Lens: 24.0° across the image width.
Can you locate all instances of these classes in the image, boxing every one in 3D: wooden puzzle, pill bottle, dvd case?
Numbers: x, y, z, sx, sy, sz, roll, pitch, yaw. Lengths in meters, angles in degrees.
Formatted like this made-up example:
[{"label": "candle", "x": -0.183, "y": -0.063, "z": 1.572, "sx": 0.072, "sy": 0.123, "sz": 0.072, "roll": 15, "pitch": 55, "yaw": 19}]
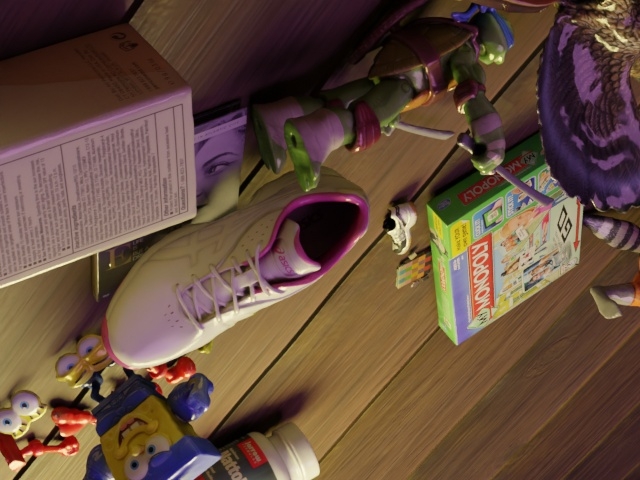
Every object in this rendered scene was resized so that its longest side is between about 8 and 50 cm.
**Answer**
[{"label": "wooden puzzle", "x": 0.118, "y": 0.036, "z": 1.913, "sx": 0.049, "sy": 0.006, "sz": 0.083, "roll": -26, "pitch": 149, "yaw": -17}, {"label": "pill bottle", "x": -0.098, "y": 0.315, "z": 1.987, "sx": 0.180, "sy": 0.108, "sz": 0.108, "roll": -27, "pitch": 150, "yaw": -18}, {"label": "dvd case", "x": -0.153, "y": -0.036, "z": 1.505, "sx": 0.164, "sy": 0.018, "sz": 0.221, "roll": -23, "pitch": 148, "yaw": -23}]

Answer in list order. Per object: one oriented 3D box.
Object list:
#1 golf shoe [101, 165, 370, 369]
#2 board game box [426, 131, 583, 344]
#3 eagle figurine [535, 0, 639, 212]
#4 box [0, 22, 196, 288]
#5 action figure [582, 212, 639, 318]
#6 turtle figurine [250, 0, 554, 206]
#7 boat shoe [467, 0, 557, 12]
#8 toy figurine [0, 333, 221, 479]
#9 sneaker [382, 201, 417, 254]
[{"label": "golf shoe", "x": -0.081, "y": 0.025, "z": 1.496, "sx": 0.306, "sy": 0.115, "sz": 0.140, "roll": -36, "pitch": -165, "yaw": -12}, {"label": "board game box", "x": 0.242, "y": -0.006, "z": 1.937, "sx": 0.213, "sy": 0.046, "sz": 0.317, "roll": -33, "pitch": 151, "yaw": -12}, {"label": "eagle figurine", "x": 0.299, "y": -0.201, "z": 1.531, "sx": 0.226, "sy": 0.225, "sz": 0.298, "roll": -23, "pitch": 149, "yaw": -21}, {"label": "box", "x": -0.265, "y": -0.053, "z": 1.229, "sx": 0.311, "sy": 0.121, "sz": 0.148, "roll": -20, "pitch": 135, "yaw": -26}, {"label": "action figure", "x": 0.519, "y": -0.030, "z": 2.154, "sx": 0.330, "sy": 0.178, "sz": 0.341, "roll": 3, "pitch": 106, "yaw": -58}, {"label": "turtle figurine", "x": 0.085, "y": -0.100, "z": 1.484, "sx": 0.266, "sy": 0.198, "sz": 0.274, "roll": -21, "pitch": 144, "yaw": -18}, {"label": "boat shoe", "x": 0.120, "y": -0.254, "z": 1.372, "sx": 0.207, "sy": 0.073, "sz": 0.073, "roll": 19, "pitch": 88, "yaw": -17}, {"label": "toy figurine", "x": -0.155, "y": 0.202, "z": 1.642, "sx": 0.362, "sy": 0.217, "sz": 0.191, "roll": -39, "pitch": 152, "yaw": 7}, {"label": "sneaker", "x": 0.089, "y": -0.015, "z": 1.790, "sx": 0.037, "sy": 0.032, "sz": 0.083, "roll": -10, "pitch": 139, "yaw": -16}]
